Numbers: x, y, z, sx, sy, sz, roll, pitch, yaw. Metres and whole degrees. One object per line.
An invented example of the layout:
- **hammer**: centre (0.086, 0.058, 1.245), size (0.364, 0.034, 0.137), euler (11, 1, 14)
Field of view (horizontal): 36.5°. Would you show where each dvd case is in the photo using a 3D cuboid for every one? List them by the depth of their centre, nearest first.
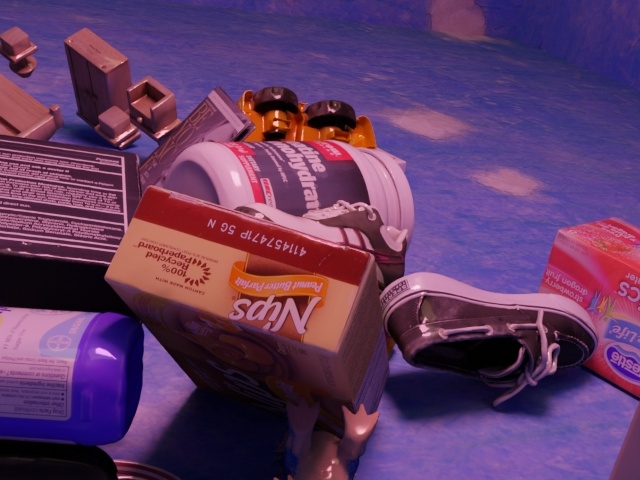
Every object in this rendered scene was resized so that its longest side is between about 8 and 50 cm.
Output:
- **dvd case**: centre (-0.191, -0.105, 1.311), size (0.018, 0.221, 0.164), euler (43, 4, -32)

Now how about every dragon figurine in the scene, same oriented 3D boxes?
- **dragon figurine**: centre (-0.003, 0.220, 0.734), size (0.085, 0.144, 0.289), euler (5, 36, 0)

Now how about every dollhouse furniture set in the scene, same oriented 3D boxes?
- **dollhouse furniture set**: centre (-0.440, -0.145, 1.481), size (0.303, 0.174, 0.355), euler (36, 59, 22)

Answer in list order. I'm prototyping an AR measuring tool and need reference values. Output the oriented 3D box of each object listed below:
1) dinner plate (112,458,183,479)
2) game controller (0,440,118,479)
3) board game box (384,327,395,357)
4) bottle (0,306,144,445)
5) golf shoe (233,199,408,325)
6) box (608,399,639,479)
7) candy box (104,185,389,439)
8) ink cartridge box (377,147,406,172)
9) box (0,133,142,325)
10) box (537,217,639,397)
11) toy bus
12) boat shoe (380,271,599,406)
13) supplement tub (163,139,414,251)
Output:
- **dinner plate**: centre (-0.160, 0.219, 0.762), size (0.141, 0.017, 0.141), euler (11, 22, -5)
- **game controller**: centre (-0.303, 0.200, 0.676), size (0.319, 0.067, 0.166), euler (3, 38, -9)
- **board game box**: centre (0.002, 0.077, 1.030), size (0.124, 0.039, 0.259), euler (20, -7, 19)
- **bottle**: centre (-0.281, 0.096, 0.740), size (0.283, 0.092, 0.118), euler (4, 13, -1)
- **golf shoe**: centre (0.000, 0.000, 1.054), size (0.105, 0.120, 0.273), euler (17, -9, 39)
- **box**: centre (0.277, 0.185, 0.724), size (0.094, 0.275, 0.113), euler (29, 28, 35)
- **candy box**: centre (-0.043, 0.079, 0.828), size (0.183, 0.087, 0.316), euler (18, -19, 13)
- **ink cartridge box**: centre (0.026, -0.124, 1.607), size (0.140, 0.082, 0.191), euler (-8, 31, -40)
- **box**: centre (-0.325, 0.024, 0.931), size (0.296, 0.182, 0.294), euler (7, 24, -15)
- **box**: centre (0.420, 0.103, 1.167), size (0.142, 0.154, 0.300), euler (-11, 32, -43)
- **toy bus**: centre (-0.058, -0.112, 1.422), size (0.220, 0.149, 0.211), euler (10, -20, -32)
- **boat shoe**: centre (0.204, 0.115, 1.063), size (0.306, 0.113, 0.105), euler (19, 35, -36)
- **supplement tub**: centre (-0.041, -0.028, 1.193), size (0.272, 0.191, 0.191), euler (-5, 28, -36)
